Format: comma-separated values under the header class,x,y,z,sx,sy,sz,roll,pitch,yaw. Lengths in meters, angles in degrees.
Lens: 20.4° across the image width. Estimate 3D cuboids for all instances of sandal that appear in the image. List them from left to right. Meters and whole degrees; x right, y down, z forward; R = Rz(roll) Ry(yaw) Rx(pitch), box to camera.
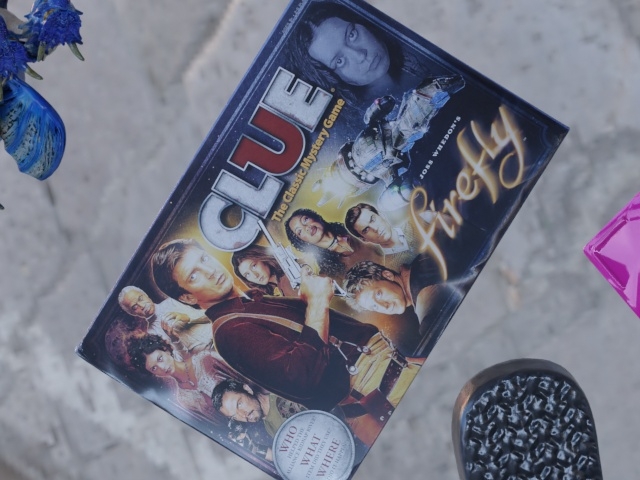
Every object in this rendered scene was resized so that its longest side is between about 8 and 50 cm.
class,x,y,z,sx,sy,sz,roll,pitch,yaw
sandal,0.210,0.320,1.687,0.107,0.167,0.445,-113,18,-76

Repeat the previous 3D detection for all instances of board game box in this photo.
class,x,y,z,sx,sy,sz,roll,pitch,yaw
board game box,0.000,0.000,0.964,0.165,0.243,0.042,31,-178,-1

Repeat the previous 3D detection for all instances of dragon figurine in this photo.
class,x,y,z,sx,sy,sz,roll,pitch,yaw
dragon figurine,-0.231,-0.087,1.240,0.144,0.085,0.289,61,147,36

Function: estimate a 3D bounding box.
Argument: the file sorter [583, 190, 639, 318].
class,x,y,z,sx,sy,sz,roll,pitch,yaw
file sorter,0.396,0.041,1.369,0.202,0.182,0.290,-48,70,28
